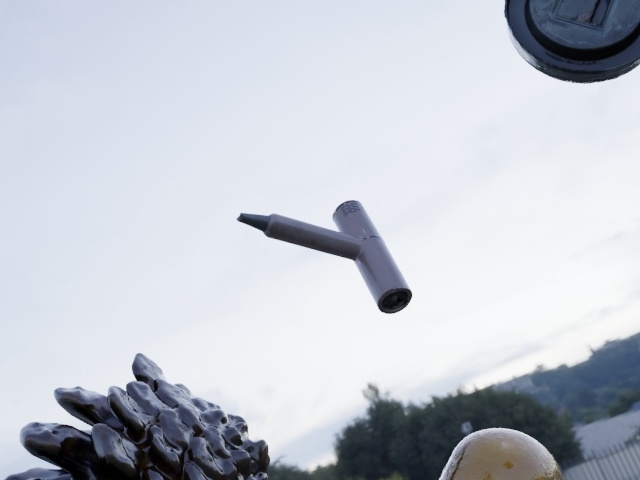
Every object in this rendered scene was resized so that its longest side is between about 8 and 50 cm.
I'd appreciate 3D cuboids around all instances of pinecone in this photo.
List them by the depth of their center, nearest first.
[{"bbox_3d":[-0.133,0.200,0.576,0.201,0.203,0.229,-59,-21,-8],"label":"pinecone"}]

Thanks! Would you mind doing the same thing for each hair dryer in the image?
[{"bbox_3d":[0.001,0.007,1.110,0.221,0.195,0.053,10,-55,-32],"label":"hair dryer"}]

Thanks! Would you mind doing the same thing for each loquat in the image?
[{"bbox_3d":[0.318,0.470,1.458,0.263,0.263,0.263,-18,-21,-7],"label":"loquat"}]

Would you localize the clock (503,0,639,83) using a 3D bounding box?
[{"bbox_3d":[0.374,-0.325,1.149,0.226,0.225,0.049,-22,-22,3],"label":"clock"}]
